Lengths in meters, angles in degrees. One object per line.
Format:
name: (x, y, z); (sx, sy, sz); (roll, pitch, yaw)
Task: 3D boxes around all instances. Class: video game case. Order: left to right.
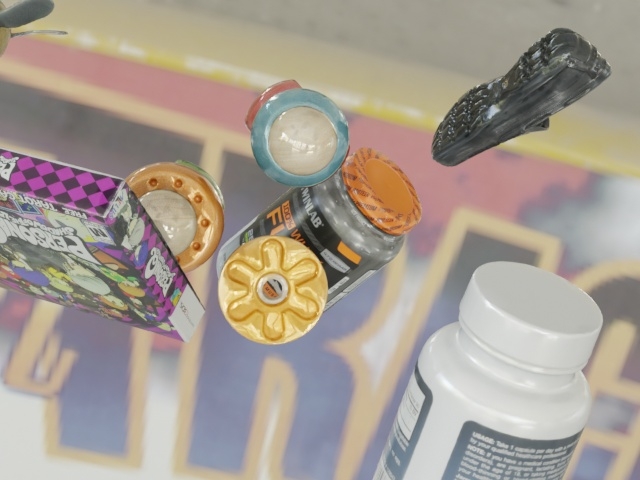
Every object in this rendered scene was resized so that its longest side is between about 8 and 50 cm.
video game case: (-0.228, -0.007, 1.523); (0.232, 0.042, 0.210); (15, -24, 23)

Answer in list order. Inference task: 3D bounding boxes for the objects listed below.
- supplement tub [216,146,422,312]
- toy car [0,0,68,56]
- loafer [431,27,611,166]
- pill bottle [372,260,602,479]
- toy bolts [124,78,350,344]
supplement tub: (0.000, 0.000, 1.827); (0.117, 0.190, 0.117); (35, 31, -26)
toy car: (-0.308, -0.195, 1.565); (0.188, 0.149, 0.155); (3, -8, 2)
loafer: (0.203, -0.135, 1.948); (0.078, 0.223, 0.076); (33, 43, -25)
pill bottle: (0.101, 0.109, 1.132); (0.108, 0.180, 0.108); (15, 26, -8)
toy bolts: (-0.050, -0.024, 1.671); (0.218, 0.228, 0.158); (44, 2, -6)
